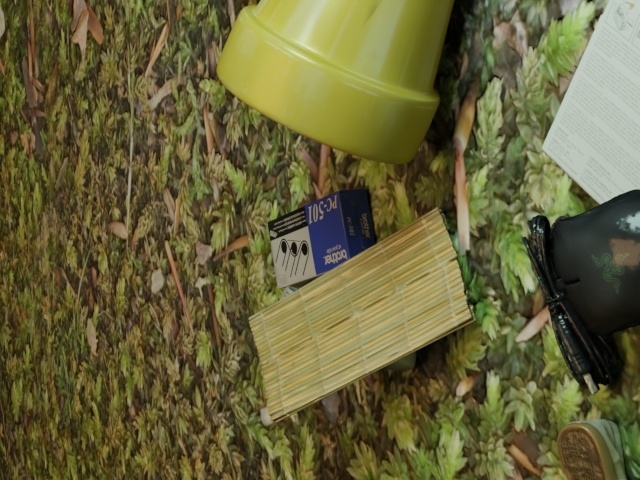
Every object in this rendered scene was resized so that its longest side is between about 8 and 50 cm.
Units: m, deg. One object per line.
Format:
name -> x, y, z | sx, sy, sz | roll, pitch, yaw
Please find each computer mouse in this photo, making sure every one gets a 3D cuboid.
computer mouse -> 0.256, 0.040, 1.296 | 0.272, 0.072, 0.188 | 131, 119, -70

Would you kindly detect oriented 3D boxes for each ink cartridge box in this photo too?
ink cartridge box -> 0.313, -0.130, 1.283 | 0.189, 0.066, 0.232 | 52, 129, 45
ink cartridge box -> 0.000, 0.000, 1.853 | 0.207, 0.046, 0.097 | -20, 77, 59

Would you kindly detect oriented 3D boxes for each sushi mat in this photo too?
sushi mat -> 0.043, 0.093, 1.672 | 0.316, 0.019, 0.151 | -31, 55, 30

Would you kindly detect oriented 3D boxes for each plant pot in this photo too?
plant pot -> 0.042, -0.247, 1.575 | 0.254, 0.254, 0.239 | 46, 116, 49

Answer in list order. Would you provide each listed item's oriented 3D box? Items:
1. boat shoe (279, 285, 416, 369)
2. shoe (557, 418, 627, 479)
boat shoe -> 0.029, 0.106, 1.777 | 0.267, 0.096, 0.088 | 7, 81, 58
shoe -> 0.287, 0.283, 1.380 | 0.076, 0.058, 0.219 | -10, 88, 41
